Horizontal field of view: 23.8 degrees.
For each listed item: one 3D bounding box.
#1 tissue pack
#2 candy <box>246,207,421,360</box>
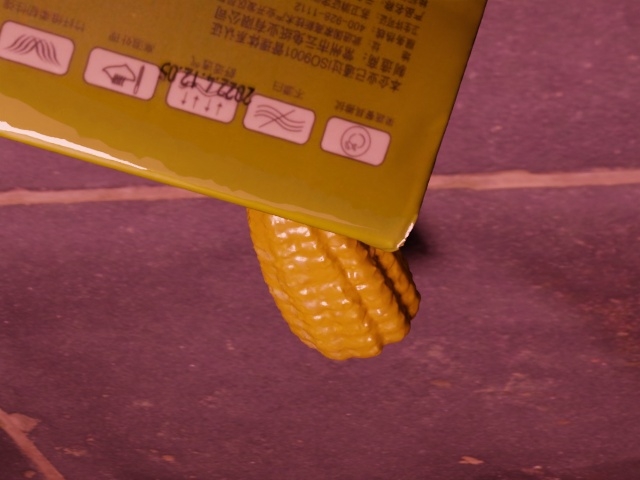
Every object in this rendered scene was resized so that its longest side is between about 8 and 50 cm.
[{"bbox_3d":[-0.075,-0.132,0.733,0.274,0.200,0.167,16,-173,-19],"label":"tissue pack"},{"bbox_3d":[0.000,0.000,1.107,0.106,0.094,0.199,-5,142,19],"label":"candy"}]
